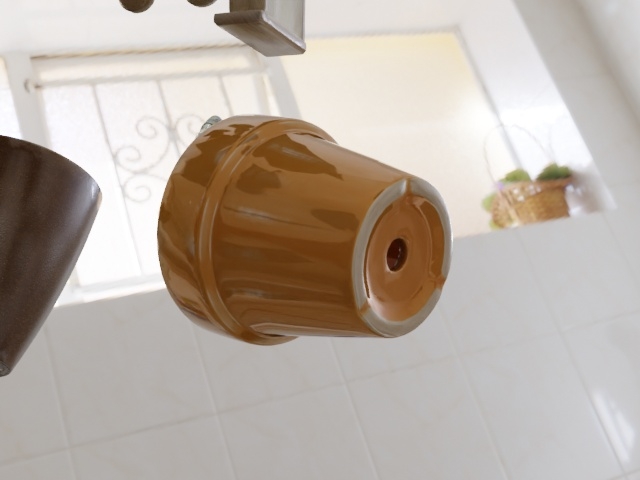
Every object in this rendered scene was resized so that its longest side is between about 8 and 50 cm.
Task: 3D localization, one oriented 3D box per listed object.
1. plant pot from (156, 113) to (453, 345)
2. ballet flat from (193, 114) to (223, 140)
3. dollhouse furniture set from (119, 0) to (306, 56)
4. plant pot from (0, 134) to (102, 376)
[{"bbox_3d":[0.000,0.000,0.742,0.188,0.205,0.205,11,3,42],"label":"plant pot"},{"bbox_3d":[-0.190,-0.162,1.551,0.070,0.188,0.070,-15,-42,-14],"label":"ballet flat"},{"bbox_3d":[-0.142,-0.251,0.788,0.242,0.161,0.212,0,-2,19],"label":"dollhouse furniture set"},{"bbox_3d":[-0.378,0.031,1.000,0.215,0.230,0.215,4,-26,2],"label":"plant pot"}]
